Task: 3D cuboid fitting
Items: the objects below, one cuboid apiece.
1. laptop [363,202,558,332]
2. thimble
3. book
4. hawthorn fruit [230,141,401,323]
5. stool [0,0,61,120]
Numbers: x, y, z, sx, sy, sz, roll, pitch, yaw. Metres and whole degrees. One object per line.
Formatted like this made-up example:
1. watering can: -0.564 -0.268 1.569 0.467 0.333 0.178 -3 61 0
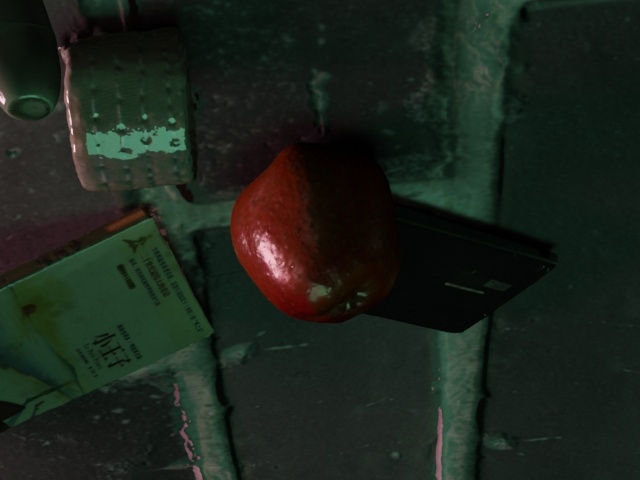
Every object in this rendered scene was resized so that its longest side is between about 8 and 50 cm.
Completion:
1. laptop: 0.079 0.027 1.704 0.207 0.026 0.154 16 141 -33
2. thimble: -0.135 -0.090 1.409 0.090 0.102 0.115 -6 119 -1
3. book: -0.246 0.086 1.666 0.289 0.026 0.201 -26 147 -2
4. hawthorn fruit: 0.000 0.000 1.543 0.133 0.138 0.133 -7 147 -5
5. stool: -0.271 -0.133 1.223 0.195 0.198 0.195 12 146 -29
